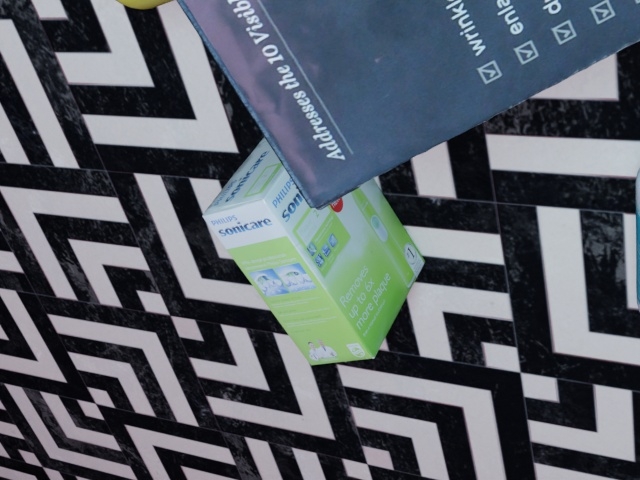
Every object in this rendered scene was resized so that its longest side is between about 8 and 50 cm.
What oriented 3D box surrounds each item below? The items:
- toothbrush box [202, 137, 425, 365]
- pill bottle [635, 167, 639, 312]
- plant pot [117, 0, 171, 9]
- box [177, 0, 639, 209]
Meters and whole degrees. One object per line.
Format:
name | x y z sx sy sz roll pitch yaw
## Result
toothbrush box | 0.000 0.000 1.336 0.122 0.206 0.283 -14 121 40
pill bottle | 0.445 0.023 1.130 0.146 0.146 0.264 8 134 26
plant pot | -0.135 -0.403 1.022 0.239 0.254 0.254 -16 121 22
box | 0.078 -0.362 0.718 0.472 0.297 0.480 -27 114 12
